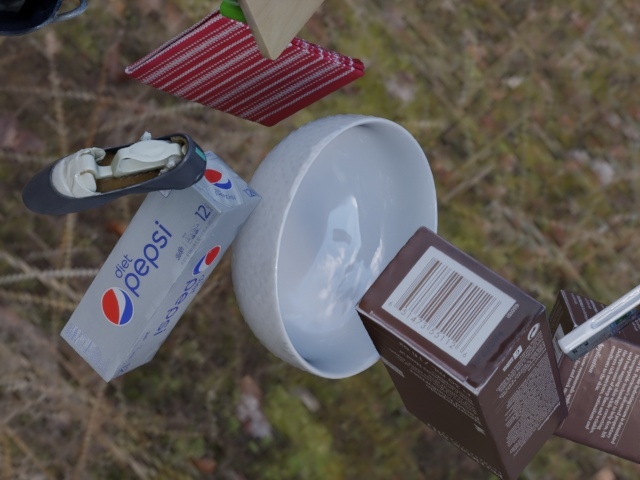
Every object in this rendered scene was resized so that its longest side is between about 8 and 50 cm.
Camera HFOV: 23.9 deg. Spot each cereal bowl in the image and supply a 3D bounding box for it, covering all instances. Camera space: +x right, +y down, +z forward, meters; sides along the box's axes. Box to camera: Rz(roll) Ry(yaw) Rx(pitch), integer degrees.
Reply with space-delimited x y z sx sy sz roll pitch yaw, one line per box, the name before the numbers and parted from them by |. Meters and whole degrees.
cereal bowl | 0.000 0.000 1.942 0.339 0.141 0.338 -19 115 -48

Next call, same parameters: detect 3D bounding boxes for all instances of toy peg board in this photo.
toy peg board | -0.056 -0.304 1.564 0.079 0.161 0.160 21 -27 32

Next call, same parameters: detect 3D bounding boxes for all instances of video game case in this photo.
video game case | 0.313 0.076 1.572 0.019 0.143 0.157 56 6 13

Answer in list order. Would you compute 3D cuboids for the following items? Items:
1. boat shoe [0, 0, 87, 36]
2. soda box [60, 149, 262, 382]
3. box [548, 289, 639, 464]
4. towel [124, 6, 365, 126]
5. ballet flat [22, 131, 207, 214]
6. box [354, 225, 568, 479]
boat shoe | -0.291 -0.256 1.305 0.187 0.156 0.500 6 6 2
soda box | -0.192 0.032 1.799 0.091 0.286 0.098 42 28 13
box | 0.414 0.197 2.157 0.203 0.168 0.167 20 15 -4
towel | -0.096 -0.229 2.020 0.275 0.199 0.031 16 57 -45
ballet flat | -0.224 -0.077 1.616 0.074 0.203 0.074 170 -90 -87
box | 0.184 0.153 1.885 0.191 0.143 0.381 35 -11 26
